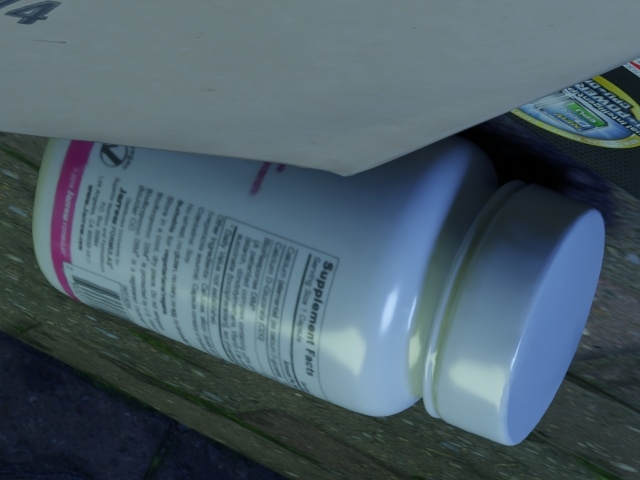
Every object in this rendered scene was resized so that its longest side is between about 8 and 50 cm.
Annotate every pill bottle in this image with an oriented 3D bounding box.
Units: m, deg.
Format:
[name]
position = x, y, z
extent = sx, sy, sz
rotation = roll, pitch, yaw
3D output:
[pill bottle]
position = 0.000, 0.000, 1.046
extent = 0.283, 0.160, 0.160
rotation = 20, 165, 20

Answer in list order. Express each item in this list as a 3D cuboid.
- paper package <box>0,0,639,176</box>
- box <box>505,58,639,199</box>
[paper package]
position = -0.066, -0.132, 0.385
extent = 0.325, 0.168, 0.309
rotation = 6, 169, -27
[box]
position = 0.195, -0.047, 0.745
extent = 0.270, 0.060, 0.216
rotation = 31, 165, -19
